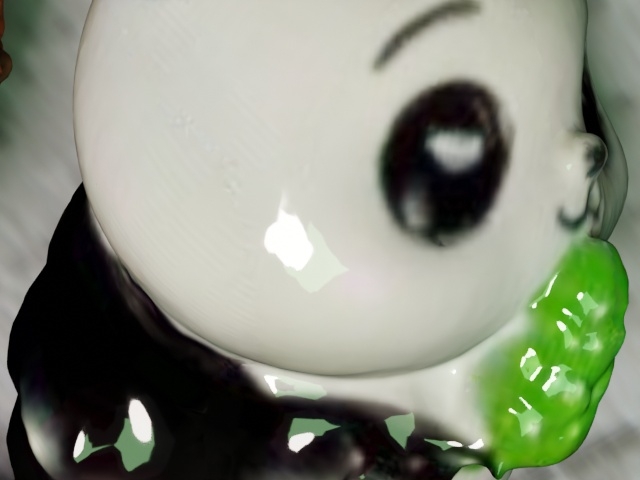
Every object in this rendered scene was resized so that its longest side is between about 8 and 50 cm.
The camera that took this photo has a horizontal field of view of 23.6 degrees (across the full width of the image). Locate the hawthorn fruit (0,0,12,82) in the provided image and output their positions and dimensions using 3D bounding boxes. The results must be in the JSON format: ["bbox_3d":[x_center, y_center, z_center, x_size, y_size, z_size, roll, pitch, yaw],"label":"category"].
[{"bbox_3d":[-0.229,-0.072,0.483,0.253,0.205,0.205,20,117,-8],"label":"hawthorn fruit"}]

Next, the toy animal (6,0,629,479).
[{"bbox_3d":[0.007,0.005,0.532,0.212,0.212,0.267,15,124,-12],"label":"toy animal"}]
